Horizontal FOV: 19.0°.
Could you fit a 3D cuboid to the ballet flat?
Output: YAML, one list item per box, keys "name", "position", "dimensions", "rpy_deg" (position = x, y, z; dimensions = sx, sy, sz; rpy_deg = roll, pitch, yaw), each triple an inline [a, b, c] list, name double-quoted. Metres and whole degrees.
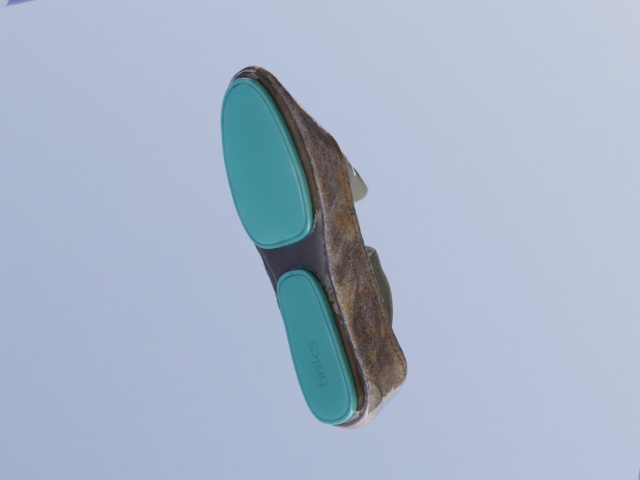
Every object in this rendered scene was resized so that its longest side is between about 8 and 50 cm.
- name: "ballet flat"
  position: [0.000, 0.000, 1.618]
  dimensions: [0.106, 0.107, 0.316]
  rpy_deg: [-21, -80, -44]

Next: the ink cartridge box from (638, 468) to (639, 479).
- name: "ink cartridge box"
  position: [0.428, 0.077, 1.956]
  dimensions: [0.307, 0.072, 0.304]
  rpy_deg: [-44, -36, -46]

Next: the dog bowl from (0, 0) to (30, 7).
- name: "dog bowl"
  position: [-0.290, -0.342, 1.708]
  dimensions: [0.104, 0.265, 0.265]
  rpy_deg: [-14, -109, -16]
